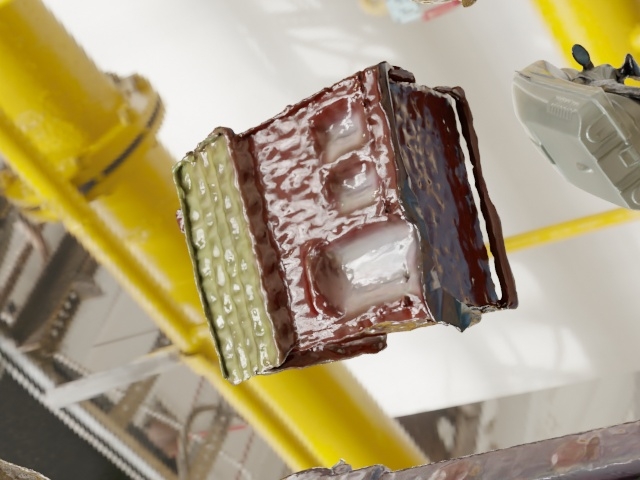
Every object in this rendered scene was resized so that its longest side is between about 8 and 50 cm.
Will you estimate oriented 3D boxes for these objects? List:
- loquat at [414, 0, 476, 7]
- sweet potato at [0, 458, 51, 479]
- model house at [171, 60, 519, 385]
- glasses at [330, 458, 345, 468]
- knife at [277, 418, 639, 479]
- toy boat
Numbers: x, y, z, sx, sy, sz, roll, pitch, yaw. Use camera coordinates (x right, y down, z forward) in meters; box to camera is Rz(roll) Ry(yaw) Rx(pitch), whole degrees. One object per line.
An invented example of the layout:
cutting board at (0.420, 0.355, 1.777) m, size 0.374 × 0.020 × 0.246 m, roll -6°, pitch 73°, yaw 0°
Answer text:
loquat at (0.105, -0.333, 1.125) m, size 0.238 × 0.193 × 0.238 m, roll 12°, pitch -110°, yaw -36°
sweet potato at (-0.217, 0.130, 0.684) m, size 0.067 × 0.281 × 0.059 m, roll -40°, pitch -27°, yaw -55°
model house at (0.000, 0.000, 0.960) m, size 0.160 × 0.254 × 0.196 m, roll -3°, pitch -103°, yaw -55°
glasses at (0.058, 0.274, 1.181) m, size 0.239 × 0.207 × 0.102 m, roll 157°, pitch 123°, yaw -83°
knife at (0.108, 0.082, 0.419) m, size 0.038 × 0.398 × 0.132 m, roll 59°, pitch -146°, yaw -16°
toy boat at (0.272, -0.124, 1.235) m, size 0.141 × 0.140 × 0.269 m, roll 61°, pitch -170°, yaw -20°
